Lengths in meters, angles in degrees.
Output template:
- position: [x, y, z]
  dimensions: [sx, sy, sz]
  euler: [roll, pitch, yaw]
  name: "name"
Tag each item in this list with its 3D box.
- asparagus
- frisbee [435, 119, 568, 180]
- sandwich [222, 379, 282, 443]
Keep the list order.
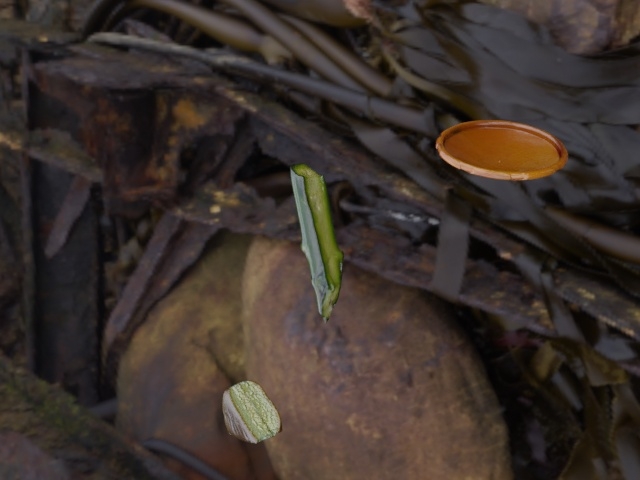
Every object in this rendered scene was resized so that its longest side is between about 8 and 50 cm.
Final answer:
- position: [-0.001, 0.000, 0.627]
  dimensions: [0.021, 0.025, 0.108]
  euler: [-17, 81, 56]
  name: "asparagus"
- position: [0.265, -0.126, 1.398]
  dimensions: [0.192, 0.192, 0.035]
  euler: [30, 131, 40]
  name: "frisbee"
- position: [-0.056, 0.131, 0.734]
  dimensions: [0.083, 0.031, 0.044]
  euler: [-11, 96, 65]
  name: "sandwich"
